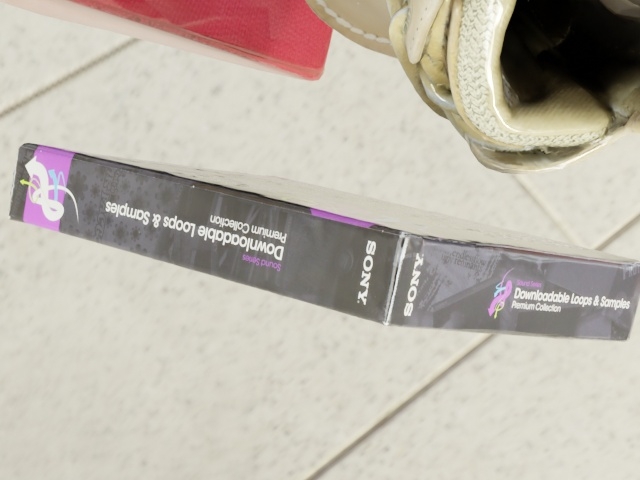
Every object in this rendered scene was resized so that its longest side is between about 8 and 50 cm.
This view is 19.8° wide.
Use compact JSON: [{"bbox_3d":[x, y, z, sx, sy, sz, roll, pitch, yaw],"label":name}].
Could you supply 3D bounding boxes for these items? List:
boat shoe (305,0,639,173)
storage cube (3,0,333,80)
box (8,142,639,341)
[{"bbox_3d":[0.062,-0.075,0.530,0.109,0.302,0.098,45,74,-26],"label":"boat shoe"},{"bbox_3d":[-0.098,-0.181,0.721,0.193,0.215,0.183,13,93,-52],"label":"storage cube"},{"bbox_3d":[0.000,0.000,0.559,0.116,0.162,0.029,6,95,-47],"label":"box"}]
